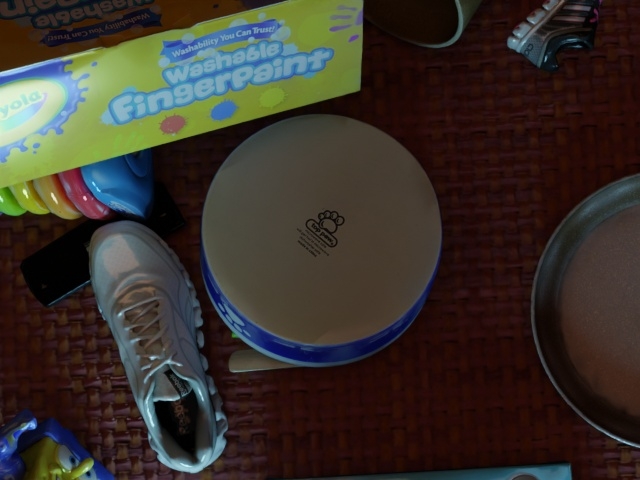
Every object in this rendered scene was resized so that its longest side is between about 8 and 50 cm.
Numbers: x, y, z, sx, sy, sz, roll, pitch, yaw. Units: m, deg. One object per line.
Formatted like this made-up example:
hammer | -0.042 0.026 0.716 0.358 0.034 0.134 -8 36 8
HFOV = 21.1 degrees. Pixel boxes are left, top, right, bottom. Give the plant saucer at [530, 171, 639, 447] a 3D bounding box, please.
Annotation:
plant saucer | 0.386 0.077 1.893 0.310 0.050 0.310 0 84 2

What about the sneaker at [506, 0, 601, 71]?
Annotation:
sneaker | 0.294 -0.253 1.926 0.170 0.063 0.075 -41 83 3

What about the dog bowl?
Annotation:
dog bowl | 0.000 0.000 1.870 0.265 0.104 0.265 1 75 -3

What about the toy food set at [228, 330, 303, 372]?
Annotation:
toy food set | -0.050 0.054 1.928 0.132 0.038 0.192 -2 75 -3

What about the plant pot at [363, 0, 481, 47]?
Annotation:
plant pot | 0.131 -0.384 1.883 0.237 0.237 0.254 37 72 6

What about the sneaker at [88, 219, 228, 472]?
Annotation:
sneaker | -0.174 0.116 1.861 0.110 0.118 0.292 -21 94 0

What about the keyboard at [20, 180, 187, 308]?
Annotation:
keyboard | -0.240 0.019 1.946 0.192 0.038 0.100 -31 60 0

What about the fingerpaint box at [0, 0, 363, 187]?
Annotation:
fingerpaint box | -0.227 -0.269 1.776 0.445 0.163 0.371 -17 51 -15

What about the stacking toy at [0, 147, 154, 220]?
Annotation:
stacking toy | -0.344 -0.087 1.907 0.302 0.175 0.166 -9 73 15

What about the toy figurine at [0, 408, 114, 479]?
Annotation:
toy figurine | -0.332 0.271 1.845 0.191 0.217 0.362 -30 115 30

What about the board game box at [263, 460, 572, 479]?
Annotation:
board game box | 0.111 0.376 1.860 0.336 0.079 0.254 -4 84 3
